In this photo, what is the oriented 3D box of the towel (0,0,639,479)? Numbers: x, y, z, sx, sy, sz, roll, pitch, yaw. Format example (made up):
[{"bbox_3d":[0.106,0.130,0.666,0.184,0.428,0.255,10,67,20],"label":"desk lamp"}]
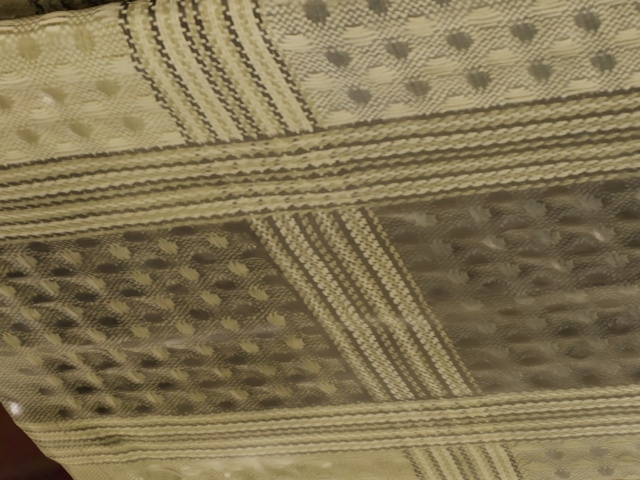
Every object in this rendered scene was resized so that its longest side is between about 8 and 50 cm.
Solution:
[{"bbox_3d":[0.000,0.000,0.617,0.312,0.324,0.056,57,-148,-52],"label":"towel"}]
